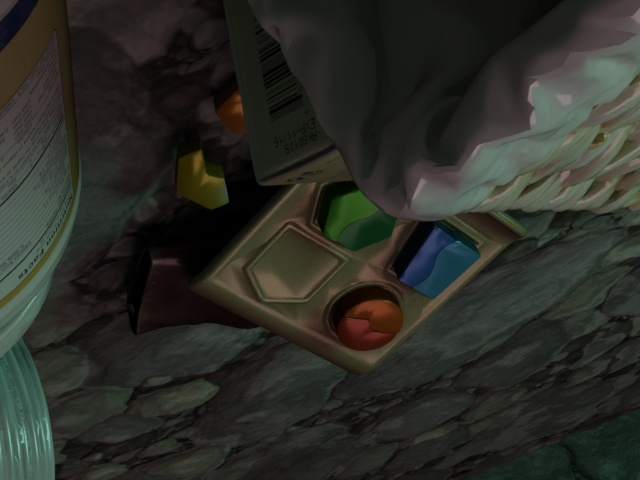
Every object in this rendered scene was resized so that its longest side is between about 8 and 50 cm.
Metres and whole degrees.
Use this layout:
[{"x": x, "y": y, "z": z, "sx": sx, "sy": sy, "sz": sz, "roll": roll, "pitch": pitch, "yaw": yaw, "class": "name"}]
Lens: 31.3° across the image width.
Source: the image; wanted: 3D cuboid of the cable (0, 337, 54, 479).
[{"x": -0.304, "y": 0.161, "z": 0.897, "sx": 0.089, "sy": 0.257, "sz": 0.257, "roll": -2, "pitch": 133, "yaw": -49, "class": "cable"}]

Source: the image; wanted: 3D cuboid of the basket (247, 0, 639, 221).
[{"x": 0.135, "y": -0.215, "z": 0.478, "sx": 0.331, "sy": 0.328, "sz": 0.266, "roll": -40, "pitch": 153, "yaw": 29, "class": "basket"}]

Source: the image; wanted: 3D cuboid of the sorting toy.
[{"x": 0.000, "y": 0.000, "z": 0.956, "sx": 0.307, "sy": 0.041, "sz": 0.229, "roll": 31, "pitch": 119, "yaw": -33, "class": "sorting toy"}]

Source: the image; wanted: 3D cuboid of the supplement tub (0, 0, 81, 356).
[{"x": -0.233, "y": -0.069, "z": 0.541, "sx": 0.228, "sy": 0.228, "sz": 0.316, "roll": -16, "pitch": 154, "yaw": -18, "class": "supplement tub"}]

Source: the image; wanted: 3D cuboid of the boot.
[{"x": -0.052, "y": 0.006, "z": 1.016, "sx": 0.207, "sy": 0.090, "sz": 0.248, "roll": -7, "pitch": 147, "yaw": -29, "class": "boot"}]

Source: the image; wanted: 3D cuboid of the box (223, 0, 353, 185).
[{"x": 0.102, "y": -0.126, "z": 0.802, "sx": 0.311, "sy": 0.148, "sz": 0.121, "roll": -4, "pitch": 170, "yaw": -36, "class": "box"}]
